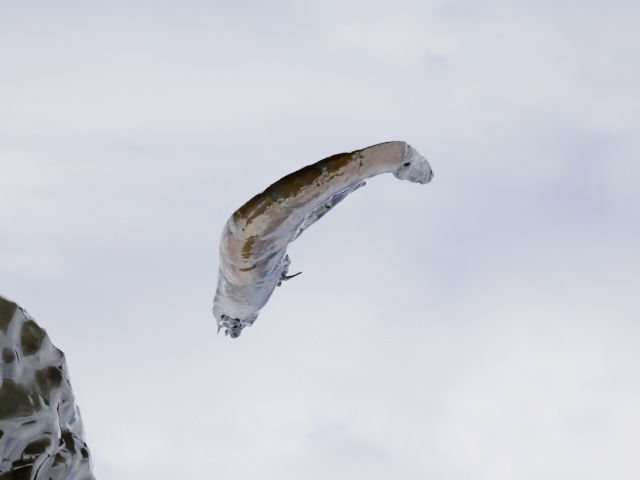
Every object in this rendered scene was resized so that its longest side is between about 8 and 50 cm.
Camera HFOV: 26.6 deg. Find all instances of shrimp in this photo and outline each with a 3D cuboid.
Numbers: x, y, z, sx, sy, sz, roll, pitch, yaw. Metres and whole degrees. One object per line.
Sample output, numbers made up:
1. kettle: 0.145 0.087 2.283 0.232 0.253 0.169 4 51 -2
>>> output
1. shrimp: 0.000 0.000 1.094 0.198 0.262 0.051 -21 -113 -23

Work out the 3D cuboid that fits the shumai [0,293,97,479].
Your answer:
1. shumai: -0.206 0.238 0.645 0.323 0.397 0.324 35 -178 26
